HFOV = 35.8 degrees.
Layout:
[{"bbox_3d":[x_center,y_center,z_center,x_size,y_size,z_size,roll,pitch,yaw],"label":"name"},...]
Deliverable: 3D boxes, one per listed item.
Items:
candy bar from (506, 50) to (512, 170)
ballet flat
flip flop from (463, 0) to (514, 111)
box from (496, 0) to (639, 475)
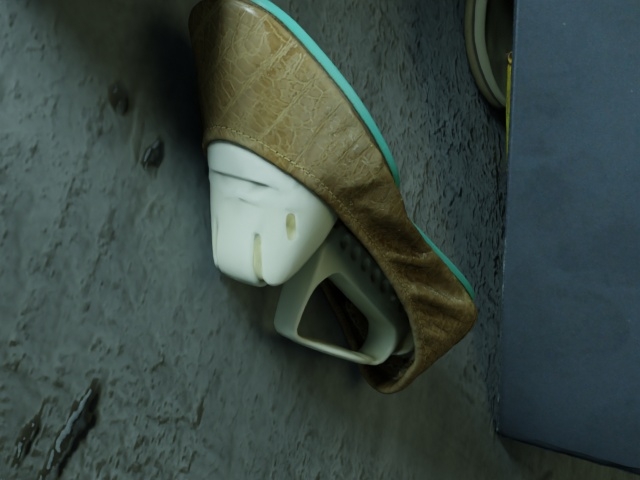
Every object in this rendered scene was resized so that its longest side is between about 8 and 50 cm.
[{"bbox_3d":[0.201,-0.131,0.988,0.040,0.018,0.161,-32,139,-20],"label":"candy bar"},{"bbox_3d":[0.000,0.000,0.646,0.124,0.116,0.342,-56,139,-18],"label":"ballet flat"},{"bbox_3d":[0.200,-0.261,0.964,0.112,0.080,0.277,-20,119,-59],"label":"flip flop"},{"bbox_3d":[0.394,-0.084,0.996,0.472,0.297,0.480,-41,134,-54],"label":"box"}]
